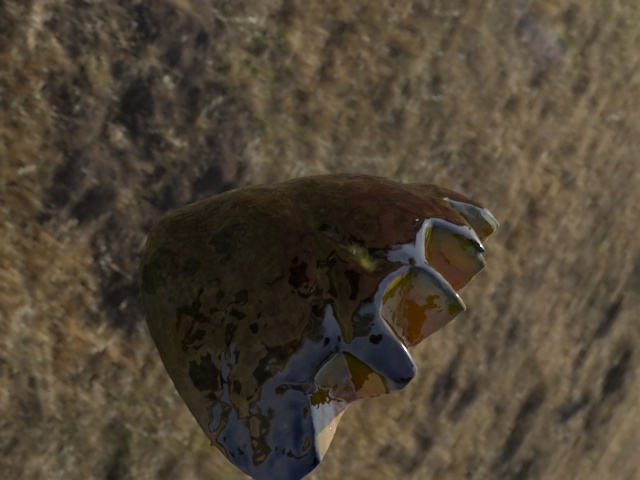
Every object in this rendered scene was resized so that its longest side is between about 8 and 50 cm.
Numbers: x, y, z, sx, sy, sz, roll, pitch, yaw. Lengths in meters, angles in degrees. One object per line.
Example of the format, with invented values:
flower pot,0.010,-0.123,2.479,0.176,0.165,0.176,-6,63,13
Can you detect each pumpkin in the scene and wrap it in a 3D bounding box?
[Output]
pumpkin,0.000,0.000,0.687,0.130,0.149,0.254,-41,-170,30
